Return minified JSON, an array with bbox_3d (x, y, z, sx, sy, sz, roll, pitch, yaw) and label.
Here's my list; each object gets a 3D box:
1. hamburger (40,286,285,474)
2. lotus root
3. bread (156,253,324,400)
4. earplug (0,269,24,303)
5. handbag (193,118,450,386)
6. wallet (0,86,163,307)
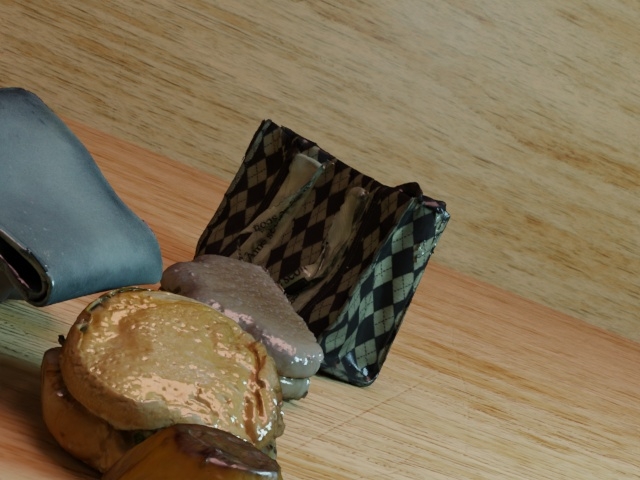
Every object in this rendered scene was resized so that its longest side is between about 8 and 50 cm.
[{"bbox_3d":[-0.165,0.152,1.106,0.286,0.146,0.243,35,20,23],"label":"hamburger"},{"bbox_3d":[-0.091,0.221,0.811,0.188,0.180,0.199,20,10,0],"label":"lotus root"},{"bbox_3d":[-0.131,0.109,1.538,0.183,0.102,0.337,14,15,-27],"label":"bread"},{"bbox_3d":[-0.387,0.017,1.250,0.214,0.175,0.325,-13,-6,18],"label":"earplug"},{"bbox_3d":[0.000,0.000,1.774,0.180,0.316,0.416,24,8,-40],"label":"handbag"},{"bbox_3d":[-0.307,-0.056,1.161,0.290,0.054,0.251,50,18,8],"label":"wallet"}]
